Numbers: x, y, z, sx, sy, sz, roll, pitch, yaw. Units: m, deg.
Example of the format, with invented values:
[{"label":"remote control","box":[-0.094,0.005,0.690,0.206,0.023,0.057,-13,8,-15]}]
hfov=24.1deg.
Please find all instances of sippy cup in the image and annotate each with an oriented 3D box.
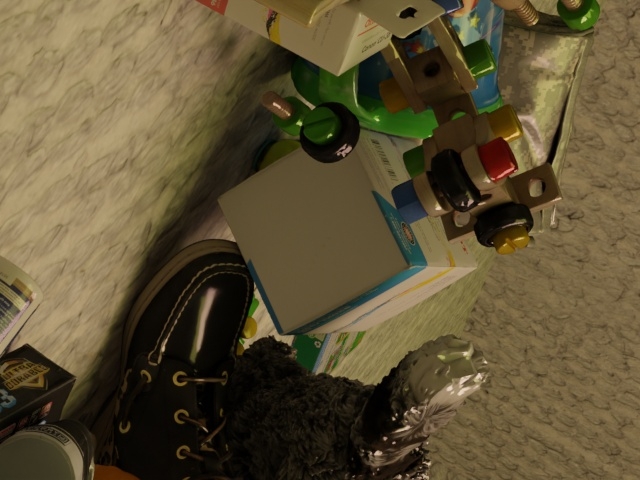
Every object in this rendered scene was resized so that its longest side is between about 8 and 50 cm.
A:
[{"label":"sippy cup","box":[0.103,-0.254,1.625,0.305,0.240,0.224,-105,-155,-64]}]

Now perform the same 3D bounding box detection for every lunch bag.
[{"label":"lunch bag","box":[0.199,-0.165,1.905,0.212,0.256,0.305,-21,127,-59]}]

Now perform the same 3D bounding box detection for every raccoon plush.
[{"label":"raccoon plush","box":[0.012,0.159,1.689,0.216,0.299,0.446,6,136,-45]}]

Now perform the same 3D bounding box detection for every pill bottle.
[{"label":"pill bottle","box":[-0.280,0.072,1.191,0.120,0.067,0.067,-55,166,-21]}]

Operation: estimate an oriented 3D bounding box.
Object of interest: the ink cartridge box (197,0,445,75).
[{"label":"ink cartridge box","box":[-0.001,-0.213,1.336,0.115,0.198,0.067,-39,155,-56]}]

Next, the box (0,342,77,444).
[{"label":"box","box":[-0.357,0.261,1.292,0.295,0.073,0.293,-32,148,-63]}]

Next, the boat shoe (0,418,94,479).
[{"label":"boat shoe","box":[-0.270,0.302,1.316,0.105,0.113,0.306,-15,119,-78]}]

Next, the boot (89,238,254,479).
[{"label":"boot","box":[-0.125,0.218,1.582,0.138,0.284,0.377,10,120,-37]}]

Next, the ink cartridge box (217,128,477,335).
[{"label":"ink cartridge box","box":[0.036,-0.006,1.640,0.168,0.171,0.233,-30,167,20]}]

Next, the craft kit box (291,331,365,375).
[{"label":"craft kit box","box":[0.036,0.112,2.448,0.247,0.061,0.249,-35,152,-55]}]

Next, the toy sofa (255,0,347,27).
[{"label":"toy sofa","box":[0.000,-0.356,1.151,0.177,0.150,0.362,-39,155,-59]}]

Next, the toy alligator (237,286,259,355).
[{"label":"toy alligator","box":[-0.112,0.098,1.900,0.051,0.056,0.189,41,62,-35]}]

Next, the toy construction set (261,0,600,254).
[{"label":"toy construction set","box":[0.162,-0.133,1.453,0.309,0.257,0.237,-47,144,6]}]

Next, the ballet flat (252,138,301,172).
[{"label":"ballet flat","box":[-0.015,-0.079,1.818,0.077,0.077,0.231,-64,166,7]}]

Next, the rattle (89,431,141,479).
[{"label":"rattle","box":[-0.264,0.311,1.597,0.130,0.143,0.199,-52,164,-74]}]
